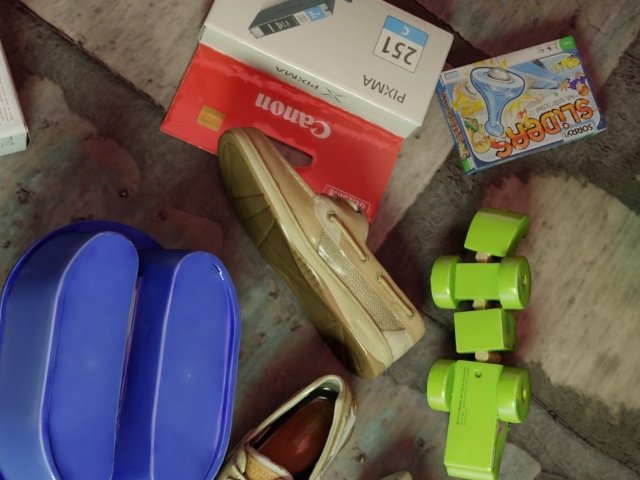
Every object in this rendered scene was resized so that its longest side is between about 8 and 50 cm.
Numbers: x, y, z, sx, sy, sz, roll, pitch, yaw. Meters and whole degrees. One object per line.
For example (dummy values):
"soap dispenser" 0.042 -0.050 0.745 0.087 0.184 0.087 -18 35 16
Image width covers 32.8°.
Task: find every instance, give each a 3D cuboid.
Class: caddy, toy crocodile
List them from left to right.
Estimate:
"caddy" -0.229 0.142 1.183 0.241 0.179 0.341 14 75 -35
"toy crocodile" 0.203 0.122 1.333 0.115 0.105 0.340 -2 78 28

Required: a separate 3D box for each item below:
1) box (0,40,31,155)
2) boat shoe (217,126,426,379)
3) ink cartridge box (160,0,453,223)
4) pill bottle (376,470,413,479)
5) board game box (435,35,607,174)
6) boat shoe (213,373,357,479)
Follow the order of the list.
"box" -0.471 -0.204 1.199 0.231 0.127 0.261 -18 89 -17
"boat shoe" 0.000 0.000 1.299 0.110 0.122 0.341 -36 100 -22
"ink cartridge box" -0.013 -0.199 1.353 0.296 0.066 0.261 24 74 -8
"pill bottle" 0.098 0.347 1.272 0.078 0.078 0.137 -25 87 -17
"board game box" 0.263 -0.179 1.432 0.201 0.035 0.136 -18 85 -16
"boat shoe" -0.067 0.266 1.202 0.113 0.103 0.302 29 60 15
